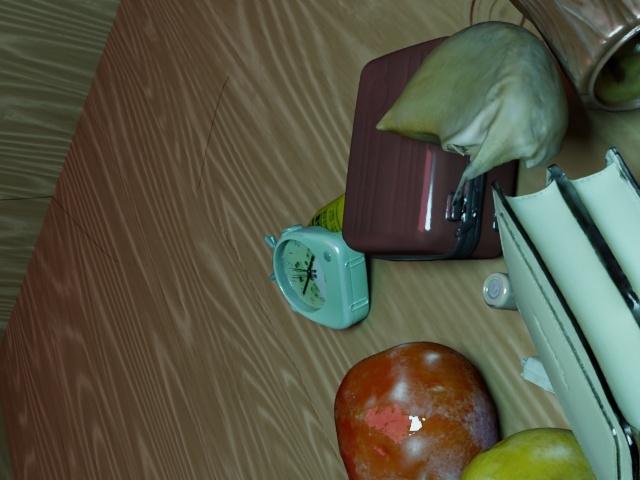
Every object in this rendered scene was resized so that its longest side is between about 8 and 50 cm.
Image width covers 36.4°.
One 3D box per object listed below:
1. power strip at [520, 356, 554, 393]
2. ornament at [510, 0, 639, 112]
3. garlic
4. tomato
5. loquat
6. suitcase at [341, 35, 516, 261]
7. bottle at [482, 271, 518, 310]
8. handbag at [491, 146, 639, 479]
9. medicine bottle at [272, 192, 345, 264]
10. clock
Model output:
[{"bbox_3d":[0.298,0.174,1.139,0.191,0.047,0.030,27,101,56],"label":"power strip"},{"bbox_3d":[0.318,-0.272,1.079,0.221,0.235,0.218,-56,45,46],"label":"ornament"},{"bbox_3d":[0.185,-0.129,1.063,0.196,0.151,0.338,-35,22,3],"label":"garlic"},{"bbox_3d":[0.120,0.244,1.273,0.232,0.188,0.232,-16,71,54],"label":"tomato"},{"bbox_3d":[0.241,0.309,1.046,0.213,0.213,0.213,-22,64,54],"label":"loquat"},{"bbox_3d":[0.152,-0.117,1.342,0.236,0.161,0.297,-2,81,57],"label":"suitcase"},{"bbox_3d":[0.248,0.067,1.200,0.045,0.096,0.045,-22,63,53],"label":"bottle"},{"bbox_3d":[0.303,0.108,0.961,0.359,0.160,0.237,-106,2,-46],"label":"handbag"},{"bbox_3d":[0.000,0.000,1.647,0.260,0.064,0.095,-31,70,52],"label":"medicine bottle"},{"bbox_3d":[-0.014,0.045,1.579,0.210,0.066,0.159,18,121,44],"label":"clock"}]
